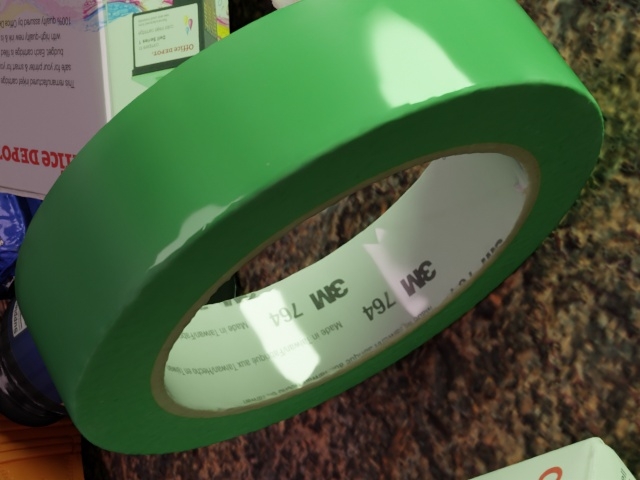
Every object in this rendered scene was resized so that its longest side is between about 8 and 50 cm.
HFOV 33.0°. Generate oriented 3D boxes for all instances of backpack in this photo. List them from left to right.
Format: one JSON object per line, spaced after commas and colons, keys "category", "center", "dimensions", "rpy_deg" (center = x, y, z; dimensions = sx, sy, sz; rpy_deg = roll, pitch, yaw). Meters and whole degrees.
{"category": "backpack", "center": [-0.291, -0.004, 0.978], "dimensions": [0.120, 0.101, 0.098], "rpy_deg": [-33, 76, 31]}

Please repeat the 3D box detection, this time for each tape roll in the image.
{"category": "tape roll", "center": [0.000, 0.000, 0.593], "dimensions": [0.321, 0.321, 0.077], "rpy_deg": [-47, 63, 30]}

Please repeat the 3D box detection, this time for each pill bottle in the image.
{"category": "pill bottle", "center": [-0.180, 0.067, 0.871], "dimensions": [0.219, 0.123, 0.123], "rpy_deg": [-35, 69, 35]}

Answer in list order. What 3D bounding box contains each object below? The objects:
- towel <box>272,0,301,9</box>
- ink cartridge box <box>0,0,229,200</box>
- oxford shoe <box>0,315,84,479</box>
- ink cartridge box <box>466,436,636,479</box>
{"category": "towel", "center": [0.020, -0.318, 0.748], "dimensions": [0.332, 0.053, 0.317], "rpy_deg": [45, 118, 31]}
{"category": "ink cartridge box", "center": [-0.172, -0.174, 0.827], "dimensions": [0.201, 0.117, 0.278], "rpy_deg": [10, 107, 47]}
{"category": "oxford shoe", "center": [-0.276, 0.216, 0.933], "dimensions": [0.133, 0.130, 0.364], "rpy_deg": [-48, 55, 26]}
{"category": "ink cartridge box", "center": [0.061, 0.250, 0.610], "dimensions": [0.273, 0.198, 0.115], "rpy_deg": [-29, 109, 36]}
